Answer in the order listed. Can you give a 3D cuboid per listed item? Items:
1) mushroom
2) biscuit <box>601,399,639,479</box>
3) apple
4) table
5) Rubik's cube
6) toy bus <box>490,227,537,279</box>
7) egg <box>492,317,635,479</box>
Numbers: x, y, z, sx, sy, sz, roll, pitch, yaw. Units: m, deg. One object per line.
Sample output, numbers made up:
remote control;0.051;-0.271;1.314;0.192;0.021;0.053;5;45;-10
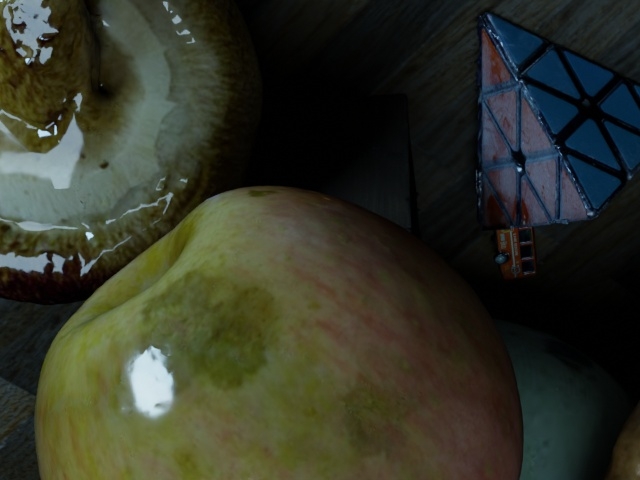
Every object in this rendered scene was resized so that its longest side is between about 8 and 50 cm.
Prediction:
mushroom;-0.218;-0.111;1.415;0.345;0.239;0.345;7;108;21
biscuit;0.348;0.207;1.586;0.078;0.455;0.350;24;168;36
apple;-0.040;0.140;1.309;0.364;0.364;0.364;1;131;1
table;0.000;0.000;1.542;0.172;0.193;0.169;-4;132;5
Rubik's cube;0.230;-0.081;1.547;0.178;0.211;0.190;-12;156;-22
toy bus;0.178;-0.012;1.633;0.043;0.031;0.110;-7;132;5
egg;0.094;0.235;1.651;0.428;0.345;0.345;-25;127;10
